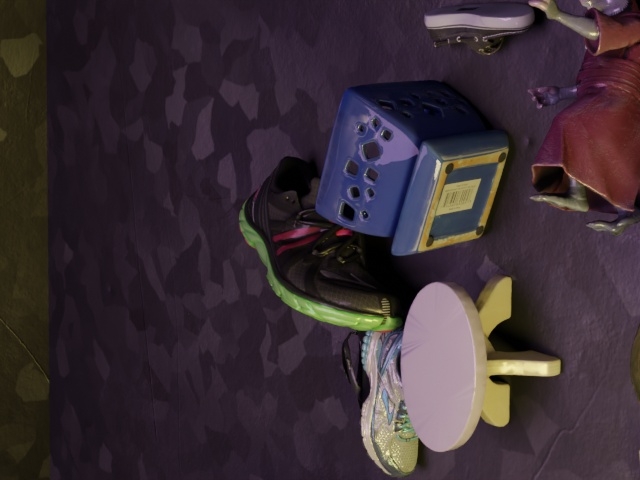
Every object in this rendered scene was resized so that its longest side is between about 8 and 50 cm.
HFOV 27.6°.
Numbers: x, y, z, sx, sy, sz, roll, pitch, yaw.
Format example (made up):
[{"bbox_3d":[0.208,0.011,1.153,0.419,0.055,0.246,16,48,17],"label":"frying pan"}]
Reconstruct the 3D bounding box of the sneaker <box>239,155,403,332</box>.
[{"bbox_3d":[0.000,0.000,2.362,0.483,0.185,0.202,48,119,45],"label":"sneaker"}]

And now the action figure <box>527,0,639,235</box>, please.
[{"bbox_3d":[0.412,-0.209,1.816,0.276,0.248,0.370,12,81,17],"label":"action figure"}]

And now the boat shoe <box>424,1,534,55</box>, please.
[{"bbox_3d":[0.256,-0.334,2.091,0.229,0.080,0.076,9,121,48],"label":"boat shoe"}]

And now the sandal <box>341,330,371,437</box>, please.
[{"bbox_3d":[0.070,0.254,2.412,0.097,0.055,0.254,-103,9,-85],"label":"sandal"}]

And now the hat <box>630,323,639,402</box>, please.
[{"bbox_3d":[0.556,0.111,1.704,0.134,0.331,0.331,-81,15,-52],"label":"hat"}]

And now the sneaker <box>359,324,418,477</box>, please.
[{"bbox_3d":[0.143,0.286,2.319,0.122,0.110,0.282,-3,95,49],"label":"sneaker"}]

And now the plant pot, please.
[{"bbox_3d":[0.160,-0.112,2.129,0.212,0.236,0.235,36,123,36],"label":"plant pot"}]

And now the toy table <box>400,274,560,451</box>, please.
[{"bbox_3d":[0.245,0.194,2.126,0.252,0.161,0.274,29,118,46],"label":"toy table"}]
